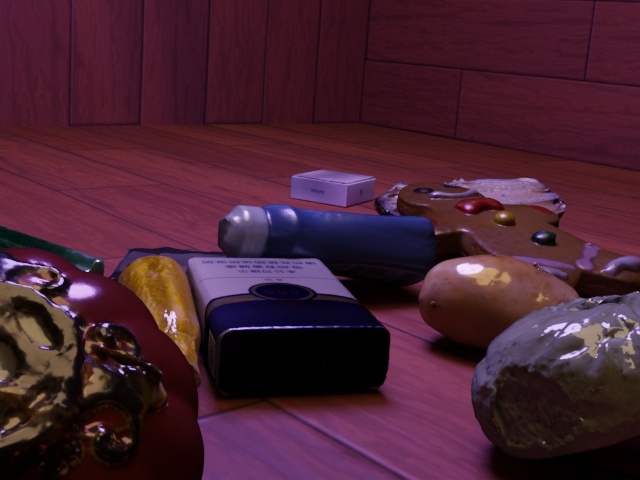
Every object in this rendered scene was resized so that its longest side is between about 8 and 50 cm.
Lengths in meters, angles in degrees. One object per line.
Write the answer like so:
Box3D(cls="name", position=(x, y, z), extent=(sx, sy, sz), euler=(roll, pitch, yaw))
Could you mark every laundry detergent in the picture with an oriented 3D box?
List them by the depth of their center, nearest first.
Box3D(cls="laundry detergent", position=(0.000, 0.000, 1.118), extent=(0.290, 0.094, 0.143), euler=(8, -8, -28))

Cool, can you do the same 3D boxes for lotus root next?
Box3D(cls="lotus root", position=(0.259, -0.044, 1.546), extent=(0.329, 0.078, 0.167), euler=(-1, 27, -5))

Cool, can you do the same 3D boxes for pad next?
Box3D(cls="pad", position=(-0.157, 0.034, 1.194), extent=(0.233, 0.022, 0.174), euler=(3, 13, -3))

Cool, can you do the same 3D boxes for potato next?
Box3D(cls="potato", position=(0.199, 0.070, 0.963), extent=(0.178, 0.109, 0.118), euler=(13, -8, 12))

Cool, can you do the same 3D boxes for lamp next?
Box3D(cls="lamp", position=(-0.177, 0.112, 0.470), extent=(0.227, 0.227, 0.227), euler=(4, 13, -1))

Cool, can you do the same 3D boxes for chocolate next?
Box3D(cls="chocolate", position=(-0.153, 0.084, 0.857), extent=(0.085, 0.086, 0.219), euler=(0, 18, -17))

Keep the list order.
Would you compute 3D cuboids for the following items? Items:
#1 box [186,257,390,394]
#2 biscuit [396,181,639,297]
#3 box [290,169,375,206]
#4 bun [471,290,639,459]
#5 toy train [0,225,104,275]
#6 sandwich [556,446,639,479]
Box3D(cls="box", position=(-0.046, 0.081, 0.917), extent=(0.168, 0.071, 0.259), euler=(1, 12, -16))
Box3D(cls="biscuit", position=(0.263, -0.020, 1.323), extent=(0.283, 0.064, 0.432), euler=(-5, 25, -26))
Box3D(cls="box", position=(0.027, -0.110, 1.813), extent=(0.130, 0.051, 0.129), euler=(10, 15, 28))
Box3D(cls="bun", position=(0.227, 0.099, 0.718), extent=(0.221, 0.108, 0.221), euler=(-17, -8, -2))
Box3D(cls="toy train", position=(-0.331, 0.056, 0.740), extent=(0.266, 0.145, 0.202), euler=(15, 7, 36))
Box3D(cls="sandwich", position=(0.241, 0.182, 0.677), extent=(0.101, 0.026, 0.069), euler=(3, 8, -19))
